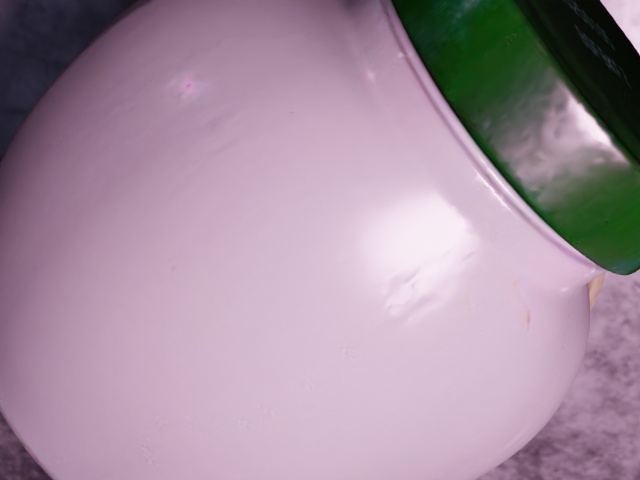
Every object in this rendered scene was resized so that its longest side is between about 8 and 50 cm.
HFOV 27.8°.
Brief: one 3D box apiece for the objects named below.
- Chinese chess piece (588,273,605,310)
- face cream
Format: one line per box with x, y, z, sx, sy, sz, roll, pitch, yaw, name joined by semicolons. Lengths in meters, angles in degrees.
0.064;-0.009;0.851;0.250;0.103;0.249;4;118;8;Chinese chess piece
0.000;0.000;0.685;0.357;0.219;0.312;-36;104;24;face cream
